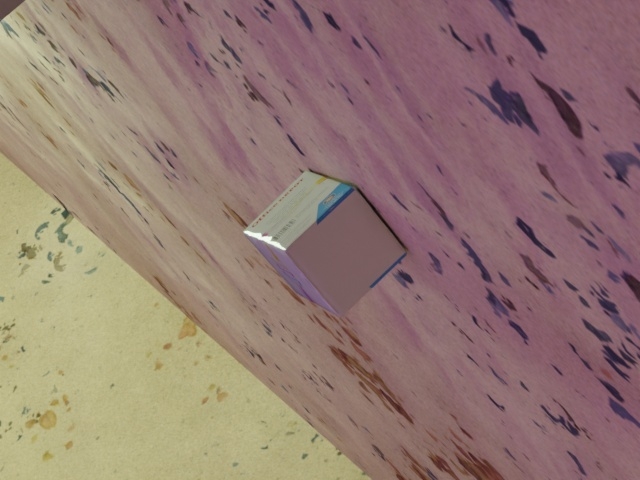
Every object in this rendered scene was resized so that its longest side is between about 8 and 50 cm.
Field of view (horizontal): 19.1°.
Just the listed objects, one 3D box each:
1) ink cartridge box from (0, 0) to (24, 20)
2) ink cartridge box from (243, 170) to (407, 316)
[{"bbox_3d":[-0.261,-0.315,1.386,0.198,0.197,0.270,45,170,7],"label":"ink cartridge box"},{"bbox_3d":[0.000,0.000,1.836,0.090,0.092,0.143,50,171,-20],"label":"ink cartridge box"}]
